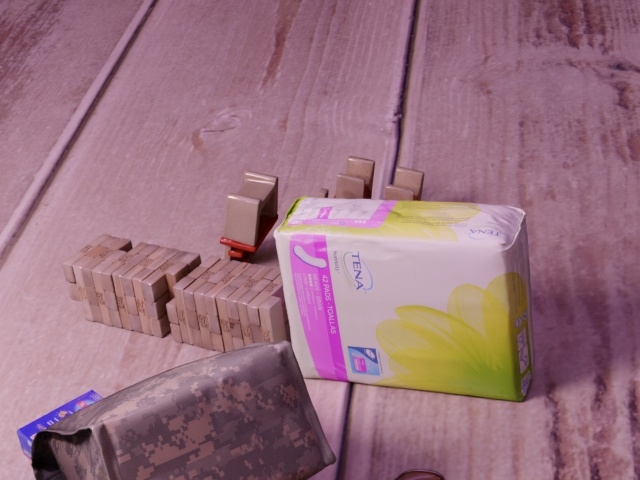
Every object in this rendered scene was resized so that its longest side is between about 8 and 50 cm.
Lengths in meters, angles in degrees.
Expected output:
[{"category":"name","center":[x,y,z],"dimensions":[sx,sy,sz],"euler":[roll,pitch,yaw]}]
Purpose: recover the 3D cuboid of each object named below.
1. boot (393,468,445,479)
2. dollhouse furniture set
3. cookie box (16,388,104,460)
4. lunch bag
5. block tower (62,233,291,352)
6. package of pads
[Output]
[{"category":"boot","center":[0.078,0.290,1.486],"dimensions":[0.106,0.037,0.114],"euler":[-16,24,14]},{"category":"dollhouse furniture set","center":[0.000,0.000,1.974],"dimensions":[0.259,0.135,0.262],"euler":[13,34,14]},{"category":"cookie box","center":[-0.289,0.231,1.685],"dimensions":[0.107,0.040,0.092],"euler":[-27,34,-30]},{"category":"lunch bag","center":[-0.161,0.223,1.525],"dimensions":[0.235,0.168,0.287],"euler":[-22,3,-27]},{"category":"block tower","center":[-0.177,0.074,1.886],"dimensions":[0.336,0.091,0.097],"euler":[12,36,31]},{"category":"package of pads","center":[0.102,0.062,1.691],"dimensions":[0.297,0.229,0.101],"euler":[4,32,20]}]
